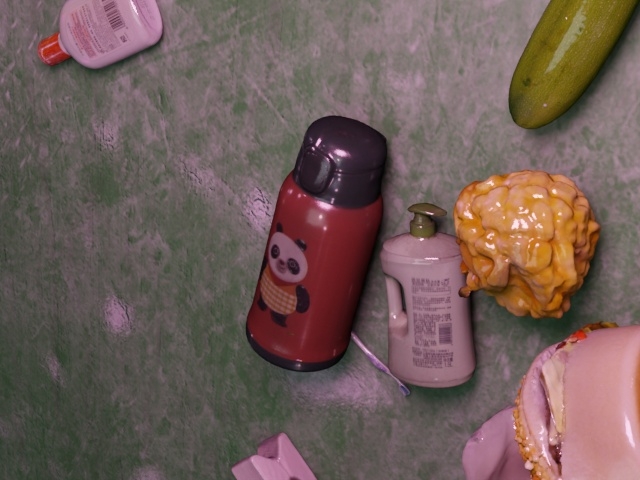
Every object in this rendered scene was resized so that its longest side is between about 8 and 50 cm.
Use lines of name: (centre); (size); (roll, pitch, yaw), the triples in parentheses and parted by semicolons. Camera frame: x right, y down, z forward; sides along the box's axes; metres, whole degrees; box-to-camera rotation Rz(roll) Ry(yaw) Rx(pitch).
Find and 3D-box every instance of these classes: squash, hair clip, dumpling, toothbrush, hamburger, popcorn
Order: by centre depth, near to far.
squash: (0.275, -0.237, 1.068); (0.082, 0.082, 0.292); (35, 127, 15)
hamburger: (0.339, 0.229, 1.134); (0.170, 0.302, 0.302); (-30, 94, 39)
popcorn: (0.227, 0.004, 1.187); (0.180, 0.170, 0.180); (61, 175, 8)
dumpling: (0.298, 0.322, 1.293); (0.293, 0.163, 0.204); (41, 135, 26)
toothbrush: (0.076, 0.165, 1.461); (0.131, 0.013, 0.011); (47, 126, 10)
hair clip: (-0.009, 0.457, 1.616); (0.330, 0.101, 0.085); (54, 135, 2)

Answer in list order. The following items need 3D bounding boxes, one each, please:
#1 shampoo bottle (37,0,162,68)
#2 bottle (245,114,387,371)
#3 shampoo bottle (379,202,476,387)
shampoo bottle: (-0.316, -0.295, 1.473); (0.221, 0.051, 0.108); (-14, 105, 39)
bottle: (0.000, 0.000, 1.349); (0.144, 0.144, 0.336); (27, 124, 21)
shampoo bottle: (0.133, 0.063, 1.318); (0.118, 0.087, 0.234); (8, 117, 30)
